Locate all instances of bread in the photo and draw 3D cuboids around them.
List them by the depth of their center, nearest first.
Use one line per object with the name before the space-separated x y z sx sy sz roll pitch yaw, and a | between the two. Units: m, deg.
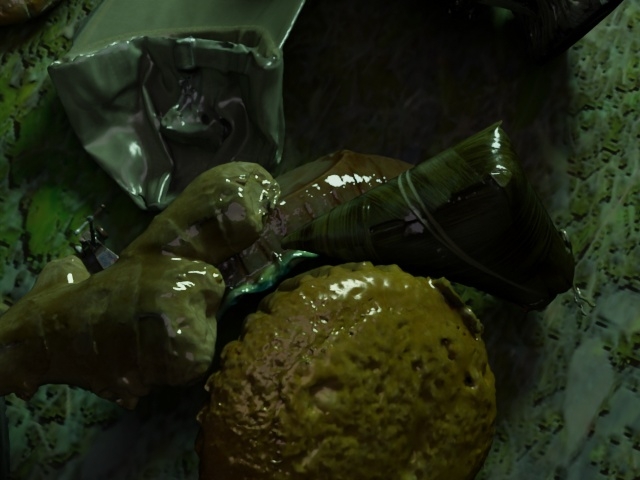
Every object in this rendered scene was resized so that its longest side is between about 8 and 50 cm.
bread | 0.010 0.128 1.127 0.240 0.139 0.240 -7 105 -30

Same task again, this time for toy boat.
toy boat | -0.001 -0.011 1.223 0.293 0.108 0.099 -21 108 -14

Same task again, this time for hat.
hat | -0.079 -0.140 1.264 0.214 0.149 0.245 5 34 32

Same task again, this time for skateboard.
skateboard | -0.165 0.007 1.213 0.032 0.083 0.064 -42 79 -14

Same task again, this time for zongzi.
zongzi | 0.090 0.014 1.186 0.184 0.187 0.084 -24 47 14

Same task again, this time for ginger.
ginger | -0.168 0.062 1.118 0.333 0.081 0.148 -24 71 1

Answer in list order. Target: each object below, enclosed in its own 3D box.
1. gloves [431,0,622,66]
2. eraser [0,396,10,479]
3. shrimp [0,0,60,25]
gloves | 0.102 -0.262 1.258 0.312 0.210 0.135 32 106 0
eraser | -0.287 0.201 1.150 0.111 0.077 0.352 -4 73 -4
shrimp | -0.231 -0.253 1.317 0.101 0.042 0.190 42 76 18
